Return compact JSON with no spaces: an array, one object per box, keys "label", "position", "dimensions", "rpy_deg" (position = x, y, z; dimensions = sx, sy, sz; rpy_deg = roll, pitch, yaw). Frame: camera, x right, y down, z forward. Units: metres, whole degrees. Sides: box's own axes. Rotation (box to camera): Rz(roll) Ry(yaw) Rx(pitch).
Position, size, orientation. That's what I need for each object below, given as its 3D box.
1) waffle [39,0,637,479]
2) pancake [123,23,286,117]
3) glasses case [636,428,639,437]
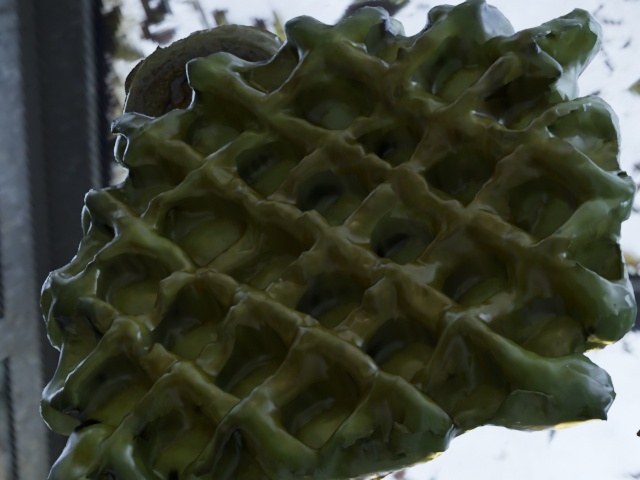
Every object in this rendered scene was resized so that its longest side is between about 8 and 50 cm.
[{"label":"waffle","position":[0.001,0.001,0.531],"dimensions":[0.223,0.204,0.054],"rpy_deg":[-14,-41,18]},{"label":"pancake","position":[-0.044,-0.055,0.836],"dimensions":[0.139,0.022,0.139],"rpy_deg":[9,-55,13]},{"label":"glasses case","position":[0.187,0.025,0.514],"dimensions":[0.170,0.041,0.064],"rpy_deg":[-54,-134,13]}]
